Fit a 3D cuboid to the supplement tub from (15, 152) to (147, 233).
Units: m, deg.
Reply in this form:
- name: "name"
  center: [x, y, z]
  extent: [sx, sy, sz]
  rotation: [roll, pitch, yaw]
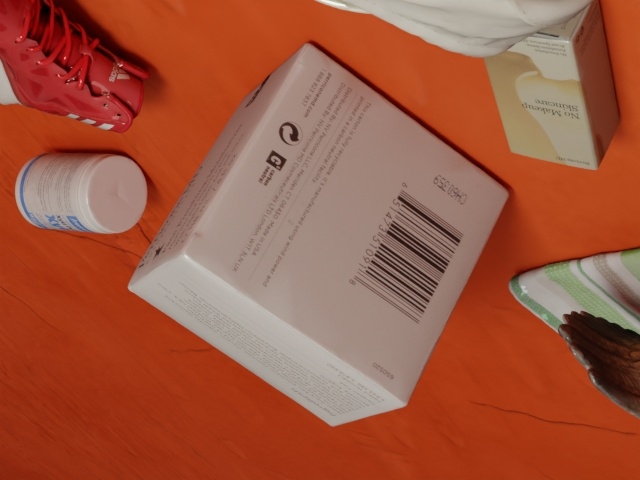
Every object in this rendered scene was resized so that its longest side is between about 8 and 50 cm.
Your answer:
- name: "supplement tub"
  center: [-0.212, -0.043, 1.216]
  extent: [0.107, 0.071, 0.071]
  rotation: [5, 146, 44]

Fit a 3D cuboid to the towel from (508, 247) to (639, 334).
- name: "towel"
  center: [0.219, 0.052, 0.995]
  extent: [0.113, 0.023, 0.152]
  rotation: [38, 154, -20]

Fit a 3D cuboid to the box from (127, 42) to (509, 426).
- name: "box"
  center: [0.000, 0.000, 0.936]
  extent: [0.182, 0.181, 0.119]
  rotation: [35, 154, -13]

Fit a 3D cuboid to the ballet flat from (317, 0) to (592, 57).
- name: "ballet flat"
  center: [-0.054, -0.186, 0.665]
  extent: [0.400, 0.139, 0.139]
  rotation: [22, 156, -6]

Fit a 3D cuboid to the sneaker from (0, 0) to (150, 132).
- name: "sneaker"
  center: [-0.186, -0.149, 0.993]
  extent: [0.128, 0.087, 0.221]
  rotation: [17, 167, 5]

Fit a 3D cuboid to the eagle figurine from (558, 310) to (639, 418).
- name: "eagle figurine"
  center: [0.309, 0.161, 0.899]
  extent: [0.226, 0.225, 0.298]
  rotation: [-17, 108, 13]

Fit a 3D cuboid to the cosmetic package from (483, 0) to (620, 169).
- name: "cosmetic package"
  center: [0.131, -0.094, 0.784]
  extent: [0.060, 0.041, 0.115]
  rotation: [14, 151, 29]
